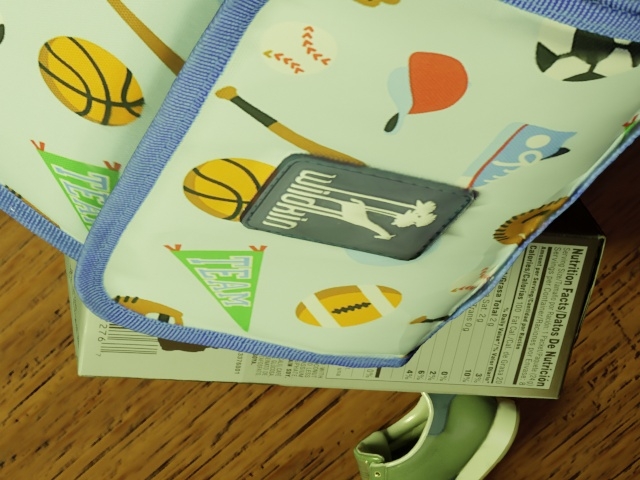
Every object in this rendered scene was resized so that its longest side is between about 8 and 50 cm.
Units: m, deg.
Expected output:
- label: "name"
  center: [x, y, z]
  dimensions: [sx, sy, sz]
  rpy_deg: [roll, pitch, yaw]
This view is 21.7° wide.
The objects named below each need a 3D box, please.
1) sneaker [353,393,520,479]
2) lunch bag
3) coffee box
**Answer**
- label: "sneaker"
  center: [0.055, 0.171, 1.190]
  dimensions: [0.086, 0.064, 0.192]
  rpy_deg: [28, 109, -16]
- label: "lunch bag"
  center: [-0.042, -0.128, 0.770]
  dimensions: [0.385, 0.239, 0.328]
  rpy_deg: [38, 142, 0]
- label: "coffee box"
  center: [0.000, 0.000, 1.022]
  dimensions: [0.297, 0.168, 0.119]
  rpy_deg: [3, 117, -15]
